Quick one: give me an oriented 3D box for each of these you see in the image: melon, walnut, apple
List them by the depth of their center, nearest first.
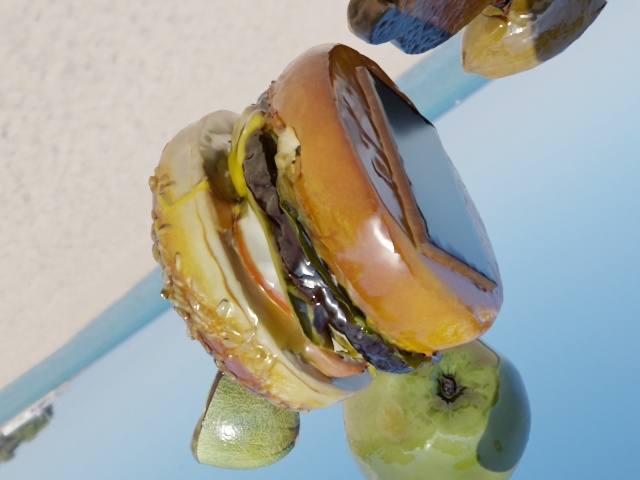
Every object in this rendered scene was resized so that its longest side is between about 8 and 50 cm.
[{"bbox_3d":[-0.090,0.229,1.078,0.079,0.128,0.160,-59,165,-75],"label":"melon"},{"bbox_3d":[0.276,-0.296,1.104,0.245,0.137,0.137,-36,-178,4],"label":"walnut"},{"bbox_3d":[0.209,0.317,1.588,0.357,0.357,0.357,-35,-178,1],"label":"apple"}]

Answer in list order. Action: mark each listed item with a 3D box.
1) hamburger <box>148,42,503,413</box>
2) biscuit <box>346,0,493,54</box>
[{"bbox_3d":[0.000,0.000,0.712,0.225,0.291,0.291,-29,-176,20],"label":"hamburger"},{"bbox_3d":[0.143,-0.312,0.874,0.314,0.063,0.367,-41,169,-5],"label":"biscuit"}]
